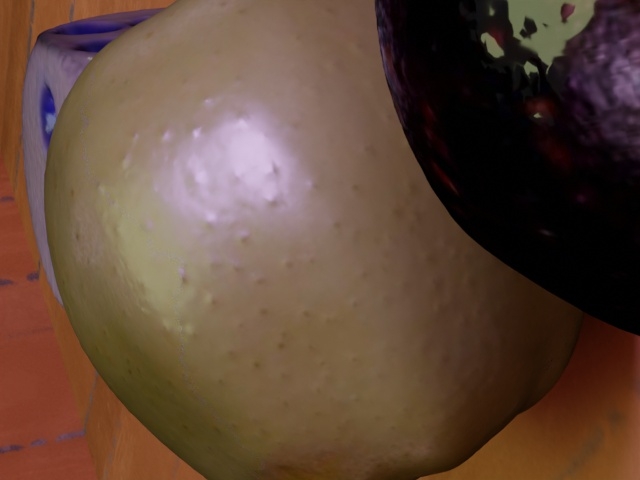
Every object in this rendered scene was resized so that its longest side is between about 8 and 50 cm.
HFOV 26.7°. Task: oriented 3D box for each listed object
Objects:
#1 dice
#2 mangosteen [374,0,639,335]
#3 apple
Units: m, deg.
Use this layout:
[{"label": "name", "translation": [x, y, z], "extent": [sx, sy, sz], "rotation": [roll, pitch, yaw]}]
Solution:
[{"label": "dice", "translation": [-0.125, -0.074, 1.237], "extent": [0.243, 0.259, 0.251], "rotation": [30, 125, 58]}, {"label": "mangosteen", "translation": [0.179, -0.098, 0.517], "extent": [0.297, 0.314, 0.296], "rotation": [11, -90, -81]}, {"label": "apple", "translation": [0.000, 0.000, 0.875], "extent": [0.357, 0.357, 0.357], "rotation": [171, 90, -67]}]
